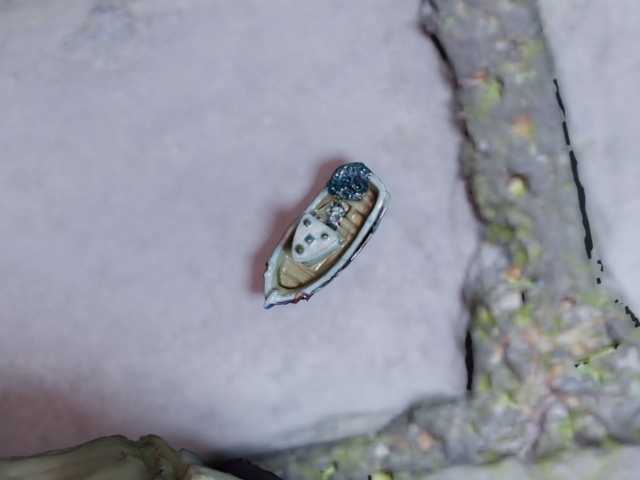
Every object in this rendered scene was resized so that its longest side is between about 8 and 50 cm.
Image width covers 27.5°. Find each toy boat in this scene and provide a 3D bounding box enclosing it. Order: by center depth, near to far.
[{"bbox_3d":[0.000,0.000,0.619,0.038,0.038,0.083,38,90,10],"label":"toy boat"}]

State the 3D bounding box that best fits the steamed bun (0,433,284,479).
[{"bbox_3d":[-0.037,0.194,0.507,0.206,0.275,0.320,-45,109,-25],"label":"steamed bun"}]
